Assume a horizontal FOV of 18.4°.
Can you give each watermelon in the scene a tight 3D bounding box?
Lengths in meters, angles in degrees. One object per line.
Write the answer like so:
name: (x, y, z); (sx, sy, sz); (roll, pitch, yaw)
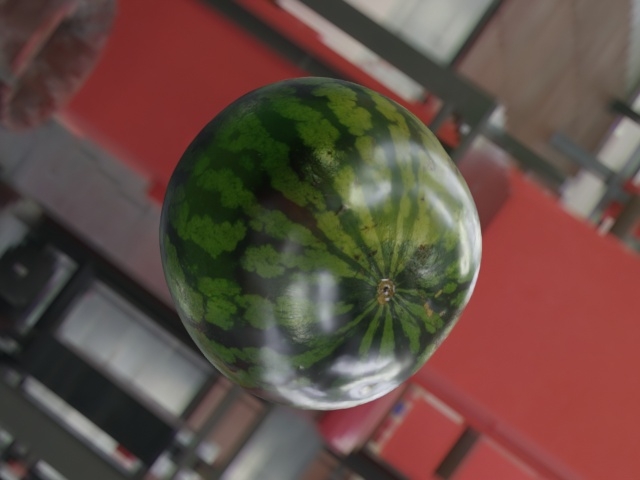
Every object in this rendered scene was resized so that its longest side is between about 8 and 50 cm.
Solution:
watermelon: (0.000, 0.000, 1.731); (0.285, 0.285, 0.285); (-50, 167, -16)
